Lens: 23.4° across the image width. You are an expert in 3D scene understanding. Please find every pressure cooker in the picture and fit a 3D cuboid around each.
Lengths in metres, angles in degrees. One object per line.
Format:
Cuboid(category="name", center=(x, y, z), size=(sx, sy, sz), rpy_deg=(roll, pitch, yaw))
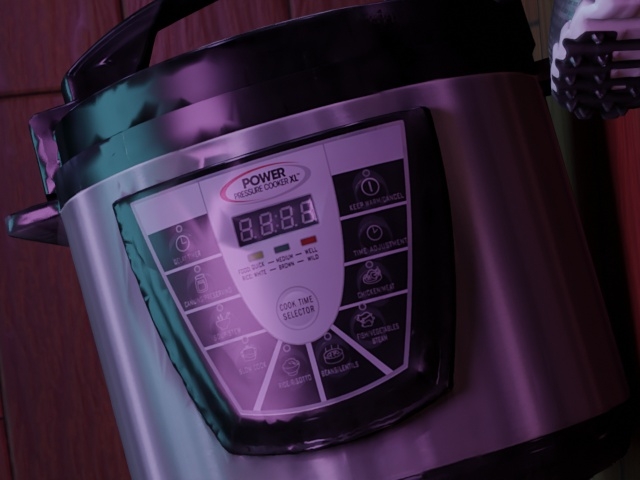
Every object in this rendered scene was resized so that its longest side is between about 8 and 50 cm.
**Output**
Cuboid(category="pressure cooker", center=(-0.001, 0.001, 1.116), size=(0.375, 0.370, 0.420), rpy_deg=(-20, 83, 50))

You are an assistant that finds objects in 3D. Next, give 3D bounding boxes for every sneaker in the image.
Cuboid(category="sneaker", center=(0.154, -0.154, 0.744), size=(0.234, 0.078, 0.106), rpy_deg=(90, 178, -59))
